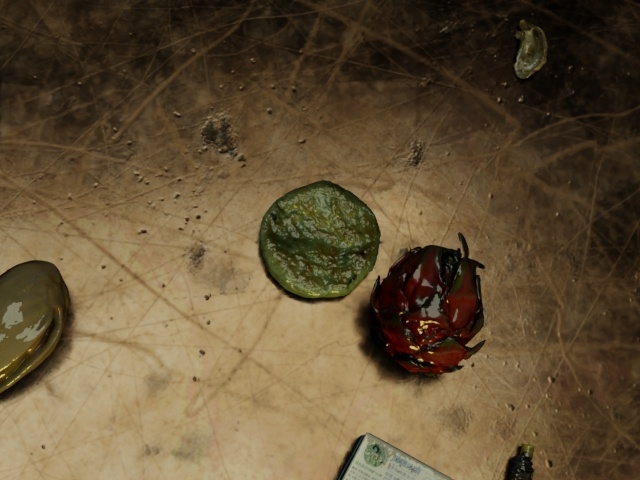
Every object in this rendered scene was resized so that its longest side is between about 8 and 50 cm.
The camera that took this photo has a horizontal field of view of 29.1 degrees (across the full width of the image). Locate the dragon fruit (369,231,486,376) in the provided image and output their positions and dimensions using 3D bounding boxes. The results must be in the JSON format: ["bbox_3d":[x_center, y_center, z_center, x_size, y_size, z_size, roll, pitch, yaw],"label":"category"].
[{"bbox_3d":[0.158,0.099,1.801,0.182,0.182,0.188,5,66,-6],"label":"dragon fruit"}]

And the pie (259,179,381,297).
[{"bbox_3d":[0.000,0.000,1.870,0.187,0.041,0.187,2,76,-6],"label":"pie"}]

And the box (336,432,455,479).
[{"bbox_3d":[0.113,0.384,1.774,0.194,0.073,0.139,29,75,1],"label":"box"}]

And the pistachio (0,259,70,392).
[{"bbox_3d":[-0.442,0.127,1.749,0.152,0.126,0.223,26,78,35],"label":"pistachio"}]

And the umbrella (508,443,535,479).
[{"bbox_3d":[0.290,0.370,1.817,0.037,0.040,0.144,14,74,6],"label":"umbrella"}]

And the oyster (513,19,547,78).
[{"bbox_3d":[0.336,-0.305,1.996,0.081,0.038,0.083,42,104,29],"label":"oyster"}]
